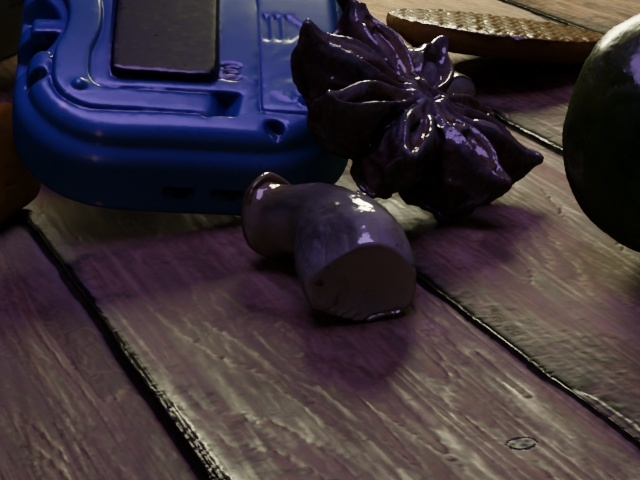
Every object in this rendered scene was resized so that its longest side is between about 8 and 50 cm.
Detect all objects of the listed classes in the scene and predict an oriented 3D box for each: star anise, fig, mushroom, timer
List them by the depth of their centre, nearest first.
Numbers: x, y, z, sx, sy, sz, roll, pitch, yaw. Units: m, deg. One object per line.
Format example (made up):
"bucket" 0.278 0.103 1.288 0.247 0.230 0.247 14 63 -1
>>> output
"fig" 0.284 -0.061 1.471 0.195 0.195 0.245 -5 38 1
"mushroom" 0.002 -0.004 1.525 0.081 0.092 0.223 35 2 -29
"star anise" 0.072 -0.097 1.689 0.236 0.109 0.223 17 30 -29
"timer" -0.126 -0.160 1.813 0.309 0.115 0.340 2 41 -5

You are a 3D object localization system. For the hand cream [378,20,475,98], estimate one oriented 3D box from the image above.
"hand cream" 0.094 -0.174 2.061 0.084 0.084 0.203 -16 28 -30

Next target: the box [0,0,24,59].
"box" -0.367 -0.377 2.402 0.090 0.373 0.367 37 29 9

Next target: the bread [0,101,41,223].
"bread" -0.327 -0.061 1.749 0.077 0.116 0.200 -5 17 22

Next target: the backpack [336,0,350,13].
"backpack" -0.023 -0.209 2.043 0.106 0.165 0.120 -3 31 -26

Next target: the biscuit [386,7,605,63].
"biscuit" 0.199 -0.226 2.173 0.262 0.037 0.262 7 12 -1
